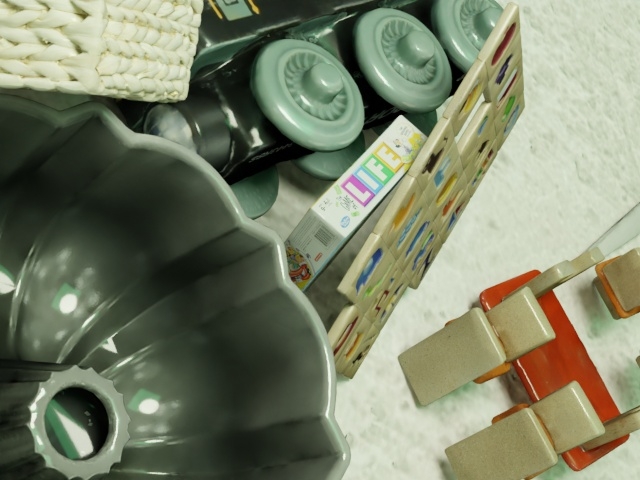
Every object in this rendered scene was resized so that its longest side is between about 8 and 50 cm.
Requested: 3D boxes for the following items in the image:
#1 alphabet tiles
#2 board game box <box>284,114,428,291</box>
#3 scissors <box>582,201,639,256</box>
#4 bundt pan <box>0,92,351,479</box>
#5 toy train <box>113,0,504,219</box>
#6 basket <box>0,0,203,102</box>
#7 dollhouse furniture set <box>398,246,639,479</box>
[{"bbox_3d":[0.069,-0.018,0.797,0.009,0.198,0.237,30,85,15],"label":"alphabet tiles"},{"bbox_3d":[0.000,0.000,0.758,0.026,0.154,0.103,41,50,2],"label":"board game box"},{"bbox_3d":[0.316,-0.028,1.128,0.109,0.021,0.297,53,47,-16],"label":"scissors"},{"bbox_3d":[-0.150,0.101,0.616,0.331,0.124,0.330,16,65,-37],"label":"bundt pan"},{"bbox_3d":[-0.004,-0.143,0.825,0.334,0.142,0.190,-26,83,-43],"label":"toy train"},{"bbox_3d":[-0.129,-0.125,0.622,0.167,0.113,0.103,-27,123,-78],"label":"basket"},{"bbox_3d":[0.204,0.142,0.928,0.262,0.135,0.259,-16,74,-43],"label":"dollhouse furniture set"}]
